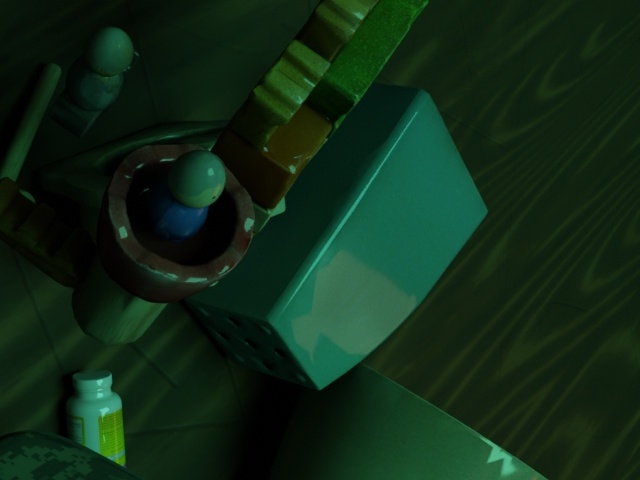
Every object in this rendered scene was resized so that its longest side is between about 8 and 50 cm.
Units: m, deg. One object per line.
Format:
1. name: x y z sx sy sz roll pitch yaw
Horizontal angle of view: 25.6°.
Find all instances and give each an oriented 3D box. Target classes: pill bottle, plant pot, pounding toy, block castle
1. pill bottle: -0.174 0.144 1.088 0.043 0.043 0.083 -18 110 -53
2. plant pot: 0.000 0.000 1.226 0.234 0.165 0.165 -57 138 -23
3. pounding toy: -0.125 -0.056 1.031 0.269 0.154 0.154 -29 118 -51
4. block castle: -0.092 -0.184 0.895 0.303 0.213 0.453 36 56 -6
5. plant pot: 0.038 0.274 1.276 0.274 0.256 0.256 -57 141 -5

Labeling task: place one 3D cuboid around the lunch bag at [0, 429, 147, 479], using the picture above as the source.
1. lunch bag: -0.220 0.307 0.919 0.305 0.213 0.256 -33 138 -48
